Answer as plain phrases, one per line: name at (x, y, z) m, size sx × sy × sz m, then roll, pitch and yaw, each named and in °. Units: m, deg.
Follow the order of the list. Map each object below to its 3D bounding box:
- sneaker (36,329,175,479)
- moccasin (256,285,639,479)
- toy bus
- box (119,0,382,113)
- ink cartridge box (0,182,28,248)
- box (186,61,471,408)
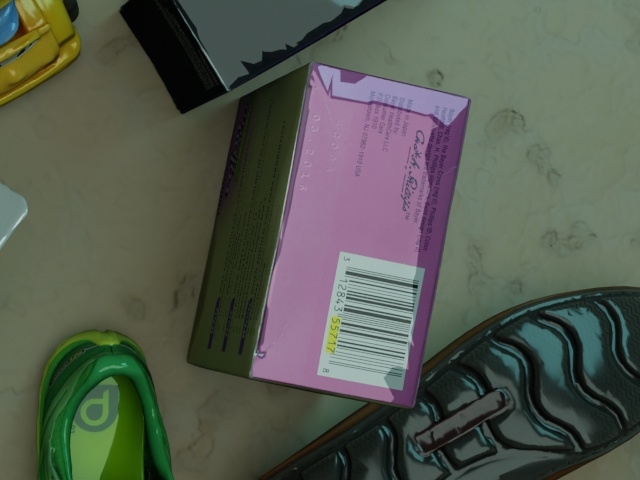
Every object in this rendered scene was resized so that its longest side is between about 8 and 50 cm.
sneaker at (-0.162, 0.214, 1.371) m, size 0.109 × 0.123 × 0.295 m, roll -3°, pitch 91°, yaw -14°
moccasin at (0.115, 0.154, 1.443) m, size 0.380 × 0.147 × 0.139 m, roll -34°, pitch 83°, yaw -8°
toy bus at (-0.256, -0.200, 1.311) m, size 0.149 × 0.211 × 0.220 m, roll -31°, pitch 98°, yaw -14°
box at (-0.001, -0.204, 1.387) m, size 0.261 × 0.184 × 0.103 m, roll -32°, pitch 99°, yaw -12°
ink cartridge box at (-0.388, -0.046, 1.229) m, size 0.353 × 0.119 × 0.207 m, roll 30°, pitch 80°, yaw 25°
box at (0.000, 0.000, 1.353) m, size 0.117 × 0.243 × 0.213 m, roll 12°, pitch 86°, yaw -14°
